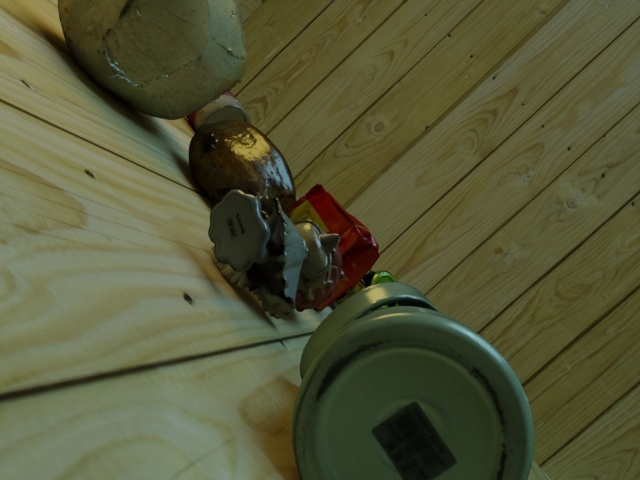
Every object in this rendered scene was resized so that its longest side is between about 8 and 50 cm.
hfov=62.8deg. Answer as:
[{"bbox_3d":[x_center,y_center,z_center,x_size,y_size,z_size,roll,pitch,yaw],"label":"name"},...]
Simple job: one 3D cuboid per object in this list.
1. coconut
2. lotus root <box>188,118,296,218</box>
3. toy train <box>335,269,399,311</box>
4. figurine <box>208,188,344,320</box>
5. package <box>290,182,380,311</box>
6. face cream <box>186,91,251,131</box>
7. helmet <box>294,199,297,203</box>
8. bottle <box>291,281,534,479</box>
[{"bbox_3d":[-0.324,-0.435,1.096,0.346,0.346,0.360,49,13,19],"label":"coconut"},{"bbox_3d":[-0.179,-0.146,1.107,0.291,0.193,0.193,53,7,29],"label":"lotus root"},{"bbox_3d":[0.125,0.151,1.333,0.296,0.160,0.100,42,-25,-17],"label":"toy train"},{"bbox_3d":[-0.039,0.030,0.853,0.387,0.166,0.207,31,33,-63],"label":"figurine"},{"bbox_3d":[0.000,0.000,1.239,0.123,0.196,0.423,50,2,-24],"label":"package"},{"bbox_3d":[-0.341,-0.412,1.735,0.195,0.175,0.175,49,5,40],"label":"face cream"},{"bbox_3d":[-0.038,-0.039,1.626,0.224,0.130,0.198,35,3,-11],"label":"helmet"},{"bbox_3d":[0.091,0.164,0.607,0.229,0.229,0.352,48,4,6],"label":"bottle"}]
